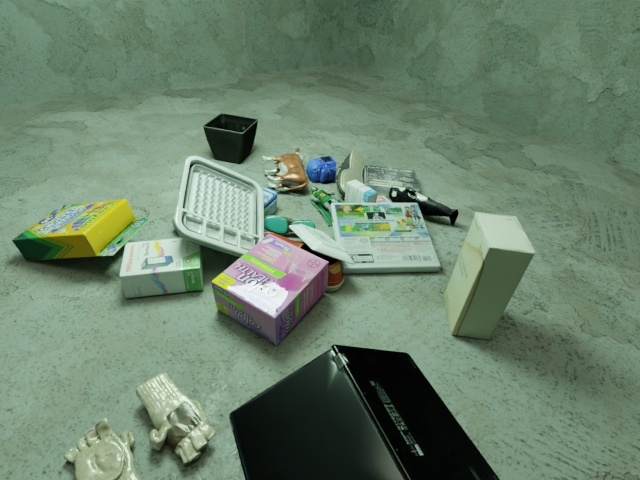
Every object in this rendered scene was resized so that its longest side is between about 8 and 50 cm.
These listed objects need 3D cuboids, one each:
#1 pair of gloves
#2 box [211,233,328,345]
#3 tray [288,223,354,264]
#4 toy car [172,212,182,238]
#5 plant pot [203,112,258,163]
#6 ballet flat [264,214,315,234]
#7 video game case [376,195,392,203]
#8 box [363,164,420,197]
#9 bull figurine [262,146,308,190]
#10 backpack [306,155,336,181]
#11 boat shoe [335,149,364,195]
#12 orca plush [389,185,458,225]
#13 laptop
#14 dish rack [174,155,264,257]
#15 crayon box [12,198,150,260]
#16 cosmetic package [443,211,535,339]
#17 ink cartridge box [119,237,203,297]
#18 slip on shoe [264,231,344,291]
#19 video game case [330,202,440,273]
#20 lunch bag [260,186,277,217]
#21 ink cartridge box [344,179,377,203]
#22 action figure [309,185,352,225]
[{"bbox_3d":[-0.346,0.396,0.800,0.204,0.042,0.240,30,45,25],"label":"pair of gloves"},{"bbox_3d":[-0.131,0.124,1.116,0.213,0.117,0.243,25,47,24],"label":"box"},{"bbox_3d":[0.000,0.000,1.278,0.145,0.030,0.270,19,9,-24],"label":"tray"},{"bbox_3d":[-0.405,-0.078,1.357,0.159,0.136,0.182,-15,41,-26],"label":"toy car"},{"bbox_3d":[-0.402,-0.459,1.853,0.187,0.167,0.188,12,37,8],"label":"plant pot"},{"bbox_3d":[-0.112,-0.050,1.430,0.188,0.070,0.070,8,36,-2],"label":"ballet flat"},{"bbox_3d":[0.230,-0.077,1.534,0.203,0.025,0.285,-13,40,-24],"label":"video game case"},{"bbox_3d":[0.302,-0.251,1.754,0.230,0.056,0.183,5,37,0],"label":"box"},{"bbox_3d":[-0.145,-0.305,1.735,0.188,0.101,0.310,-8,34,-10],"label":"bull figurine"},{"bbox_3d":[0.004,-0.305,1.754,0.120,0.098,0.101,-11,43,-22],"label":"backpack"},{"bbox_3d":[0.119,-0.268,1.744,0.112,0.095,0.335,39,38,-16],"label":"boat shoe"},{"bbox_3d":[0.384,-0.117,1.589,0.287,0.102,0.151,28,-4,13],"label":"orca plush"},{"bbox_3d":[0.089,0.435,0.824,0.407,0.236,0.382,16,26,-37],"label":"laptop"},{"bbox_3d":[-0.317,-0.095,1.287,0.285,0.072,0.333,20,46,-30],"label":"dish rack"},{"bbox_3d":[-0.717,-0.036,1.233,0.322,0.083,0.203,-3,34,16],"label":"crayon box"},{"bbox_3d":[0.431,0.099,1.079,0.113,0.310,0.160,7,36,2],"label":"cosmetic package"},{"bbox_3d":[-0.455,0.075,1.181,0.212,0.093,0.154,-6,38,-13],"label":"ink cartridge box"},{"bbox_3d":[-0.066,0.042,1.271,0.331,0.102,0.123,27,43,28],"label":"slip on shoe"},{"bbox_3d":[0.211,-0.016,1.392,0.328,0.036,0.300,-1,49,-8],"label":"video game case"},{"bbox_3d":[-0.280,-0.149,1.515,0.218,0.090,0.176,20,36,18],"label":"lunch bag"},{"bbox_3d":[0.153,-0.166,1.547,0.052,0.089,0.122,-24,45,-34],"label":"ink cartridge box"},{"bbox_3d":[0.024,-0.153,1.579,0.137,0.064,0.232,-28,41,-18],"label":"action figure"}]
